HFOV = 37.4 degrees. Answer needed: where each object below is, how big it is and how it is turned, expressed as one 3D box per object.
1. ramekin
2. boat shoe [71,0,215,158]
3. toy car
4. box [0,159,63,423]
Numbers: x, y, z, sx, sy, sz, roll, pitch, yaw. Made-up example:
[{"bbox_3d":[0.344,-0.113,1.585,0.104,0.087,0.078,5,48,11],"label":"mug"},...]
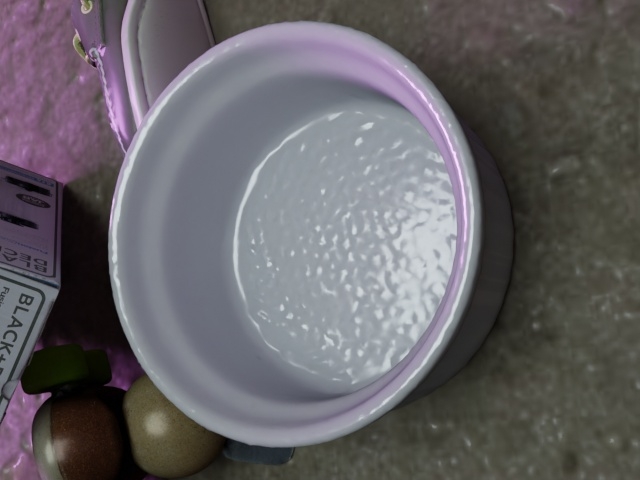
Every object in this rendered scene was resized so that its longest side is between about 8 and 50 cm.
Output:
[{"bbox_3d":[0.000,0.000,0.666,0.277,0.135,0.277,-4,82,28],"label":"ramekin"},{"bbox_3d":[-0.156,-0.191,0.797,0.091,0.109,0.304,-18,71,28],"label":"boat shoe"},{"bbox_3d":[-0.122,0.146,0.758,0.189,0.149,0.155,-16,80,-1],"label":"toy car"},{"bbox_3d":[-0.278,0.044,0.760,0.169,0.087,0.290,-63,21,11],"label":"box"}]
